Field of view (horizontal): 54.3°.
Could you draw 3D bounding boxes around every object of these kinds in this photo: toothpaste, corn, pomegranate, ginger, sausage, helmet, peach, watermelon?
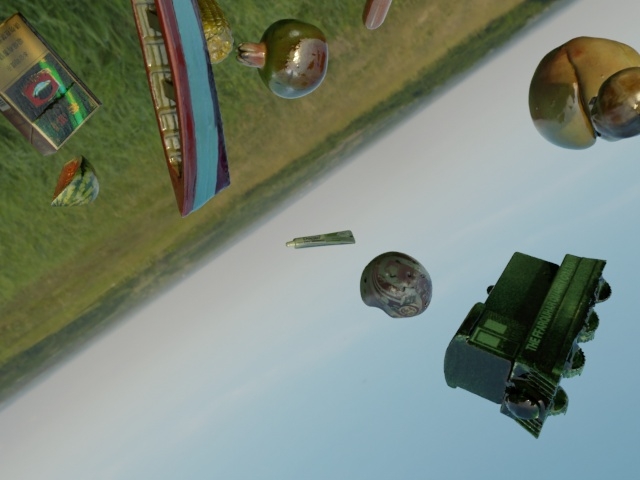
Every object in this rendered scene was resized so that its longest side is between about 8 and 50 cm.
[{"bbox_3d":[0.000,0.000,1.711,0.197,0.048,0.029,-7,145,-17],"label":"toothpaste"},{"bbox_3d":[-0.316,-0.563,1.541,0.131,0.344,0.131,-20,144,-16],"label":"corn"},{"bbox_3d":[-0.087,-0.410,1.390,0.210,0.179,0.180,4,165,-26],"label":"pomegranate"},{"bbox_3d":[0.618,-0.183,0.972,0.256,0.176,0.375,-21,-144,0],"label":"ginger"},{"bbox_3d":[0.132,-0.528,1.282,0.053,0.053,0.348,-36,175,-10],"label":"sausage"},{"bbox_3d":[0.183,0.092,1.473,0.107,0.177,0.153,92,19,-58],"label":"helmet"},{"bbox_3d":[0.656,-0.363,1.534,0.292,0.292,0.247,-31,-162,48],"label":"peach"},{"bbox_3d":[-0.516,-0.137,1.332,0.163,0.087,0.069,-104,-153,-49],"label":"watermelon"}]

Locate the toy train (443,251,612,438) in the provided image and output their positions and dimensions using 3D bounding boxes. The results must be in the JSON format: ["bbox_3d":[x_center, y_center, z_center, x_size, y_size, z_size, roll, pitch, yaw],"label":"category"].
[{"bbox_3d":[0.316,0.128,0.936,0.330,0.178,0.138,-44,145,-44],"label":"toy train"}]

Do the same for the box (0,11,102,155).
[{"bbox_3d":[-0.583,-0.312,1.257,0.071,0.240,0.159,-8,-137,38],"label":"box"}]

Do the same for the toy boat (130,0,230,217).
[{"bbox_3d":[-0.180,-0.209,0.774,0.079,0.392,0.136,-22,-144,-22],"label":"toy boat"}]
